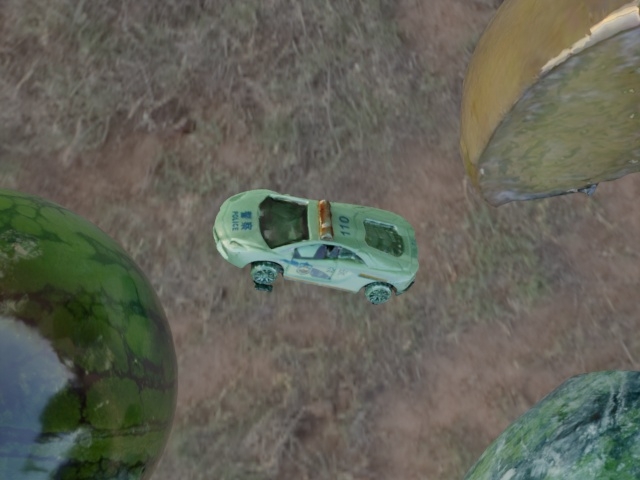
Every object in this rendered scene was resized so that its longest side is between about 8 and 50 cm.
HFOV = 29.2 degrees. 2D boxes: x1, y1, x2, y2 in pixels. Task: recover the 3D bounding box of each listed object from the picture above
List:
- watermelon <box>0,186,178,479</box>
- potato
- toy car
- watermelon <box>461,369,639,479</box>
[{"bbox_3d":[-0.289,0.116,0.984,0.363,0.363,0.363,-1,115,-3],"label":"watermelon"},{"bbox_3d":[0.187,-0.173,0.962,0.189,0.211,0.264,-8,158,14],"label":"potato"},{"bbox_3d":[0.000,0.000,1.067,0.186,0.093,0.058,10,140,-16],"label":"toy car"},{"bbox_3d":[0.237,0.237,0.780,0.258,0.387,0.228,49,61,-33],"label":"watermelon"}]
